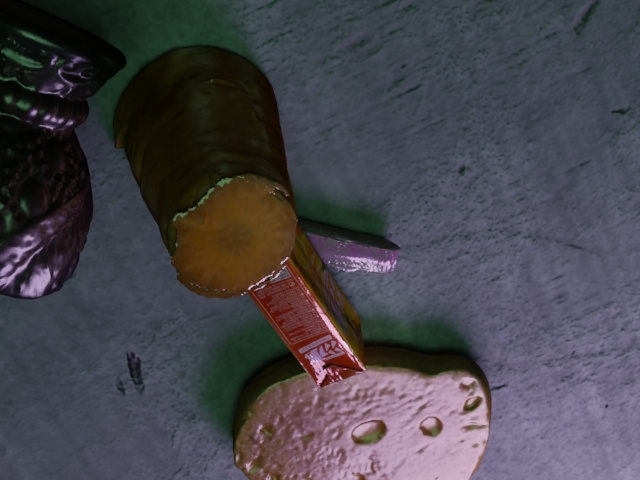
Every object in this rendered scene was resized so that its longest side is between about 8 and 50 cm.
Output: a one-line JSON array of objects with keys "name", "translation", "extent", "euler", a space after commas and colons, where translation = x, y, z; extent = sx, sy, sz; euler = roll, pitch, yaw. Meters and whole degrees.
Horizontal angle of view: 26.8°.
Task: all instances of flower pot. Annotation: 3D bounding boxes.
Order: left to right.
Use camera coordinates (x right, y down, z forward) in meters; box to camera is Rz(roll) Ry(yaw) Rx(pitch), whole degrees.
[{"name": "flower pot", "translation": [-0.340, -0.111, 1.407], "extent": [0.266, 0.266, 0.267], "euler": [22, 102, -19]}]

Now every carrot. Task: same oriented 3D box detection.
[{"name": "carrot", "translation": [-0.121, -0.078, 1.453], "extent": [0.195, 0.254, 0.196], "euler": [-6, 120, -10]}]

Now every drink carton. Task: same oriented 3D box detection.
[{"name": "drink carton", "translation": [-0.023, 0.068, 1.600], "extent": [0.071, 0.096, 0.223], "euler": [-21, 131, 14]}]

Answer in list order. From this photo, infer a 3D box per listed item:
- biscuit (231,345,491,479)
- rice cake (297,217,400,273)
[{"name": "biscuit", "translation": [0.054, 0.267, 1.762], "extent": [0.343, 0.057, 0.287], "euler": [-1, 116, -9]}, {"name": "rice cake", "translation": [0.000, 0.000, 1.630], "extent": [0.206, 0.036, 0.047], "euler": [16, 131, -18]}]
